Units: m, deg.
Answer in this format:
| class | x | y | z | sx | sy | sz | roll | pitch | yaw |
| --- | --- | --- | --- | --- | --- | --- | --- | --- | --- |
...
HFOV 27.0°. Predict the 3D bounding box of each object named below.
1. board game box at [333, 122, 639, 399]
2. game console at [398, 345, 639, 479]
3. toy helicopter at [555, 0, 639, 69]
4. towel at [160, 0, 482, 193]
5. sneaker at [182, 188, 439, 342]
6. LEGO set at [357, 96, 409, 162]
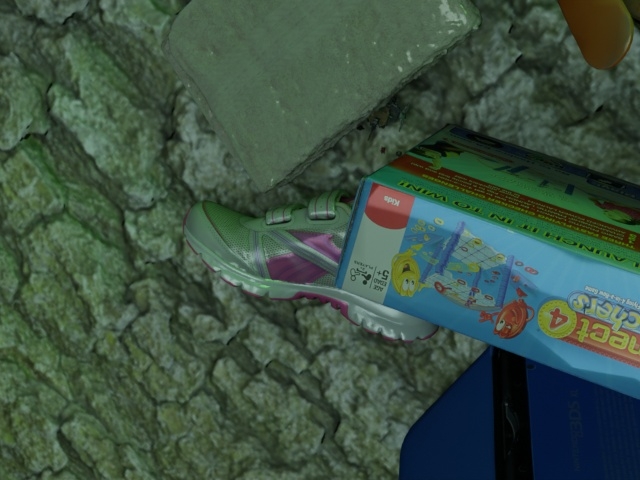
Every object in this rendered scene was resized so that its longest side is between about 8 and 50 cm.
| class | x | y | z | sx | sy | sz | roll | pitch | yaw |
| --- | --- | --- | --- | --- | --- | --- | --- | --- | --- |
| board game box | 0.201 | 0.013 | 1.043 | 0.308 | 0.302 | 0.086 | 20 | 108 | 13 |
| game console | 0.191 | 0.217 | 1.114 | 0.250 | 0.293 | 0.173 | 4 | 127 | 3 |
| toy helicopter | 0.201 | -0.217 | 1.040 | 0.355 | 0.235 | 0.140 | 34 | 116 | 28 |
| towel | -0.006 | -0.184 | 1.175 | 0.282 | 0.049 | 0.187 | -36 | 87 | 33 |
| sneaker | 0.000 | 0.000 | 1.218 | 0.252 | 0.103 | 0.111 | 17 | 106 | 5 |
| LEGO set | 0.060 | -0.107 | 1.213 | 0.054 | 0.023 | 0.083 | -4 | 114 | 21 |
